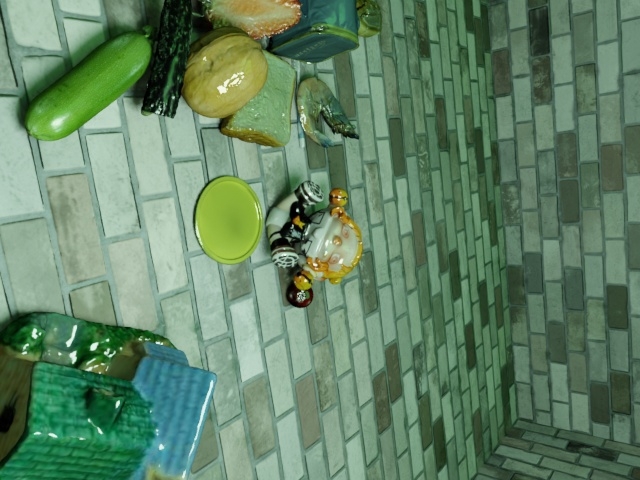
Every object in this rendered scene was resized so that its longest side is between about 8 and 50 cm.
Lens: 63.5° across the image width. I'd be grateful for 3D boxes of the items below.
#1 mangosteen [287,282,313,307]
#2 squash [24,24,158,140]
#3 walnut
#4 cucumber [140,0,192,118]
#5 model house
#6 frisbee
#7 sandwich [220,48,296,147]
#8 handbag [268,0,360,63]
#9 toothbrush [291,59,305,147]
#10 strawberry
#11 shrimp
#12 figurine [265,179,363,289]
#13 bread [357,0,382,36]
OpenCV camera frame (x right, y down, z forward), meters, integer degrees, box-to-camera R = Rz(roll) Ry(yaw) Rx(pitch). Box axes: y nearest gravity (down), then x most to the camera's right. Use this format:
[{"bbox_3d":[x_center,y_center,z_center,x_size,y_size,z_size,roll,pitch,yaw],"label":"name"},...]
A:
[{"bbox_3d":[-0.062,0.163,1.548,0.081,0.081,0.081,-1,91,-50],"label":"mangosteen"},{"bbox_3d":[-0.450,-0.332,1.060,0.101,0.101,0.378,57,48,-33],"label":"squash"},{"bbox_3d":[-0.234,-0.396,1.224,0.193,0.226,0.193,56,11,-17],"label":"walnut"},{"bbox_3d":[-0.325,-0.415,1.127,0.072,0.081,0.303,12,89,-73],"label":"cucumber"},{"bbox_3d":[-0.389,0.322,0.950,0.382,0.343,0.334,31,68,-46],"label":"model house"},{"bbox_3d":[-0.241,-0.053,1.374,0.236,0.017,0.236,0,89,-50],"label":"frisbee"},{"bbox_3d":[-0.165,-0.389,1.409,0.226,0.087,0.251,11,82,-51],"label":"sandwich"},{"bbox_3d":[-0.015,-0.650,1.448,0.222,0.263,0.241,-3,94,-44],"label":"handbag"},{"bbox_3d":[-0.068,-0.420,1.576,0.025,0.019,0.275,-8,96,-45],"label":"toothbrush"},{"bbox_3d":[-0.197,-0.588,1.309,0.286,0.106,0.188,3,100,-21],"label":"strawberry"},{"bbox_3d":[0.019,-0.374,1.628,0.289,0.075,0.178,48,59,-46],"label":"shrimp"},{"bbox_3d":[-0.004,-0.001,1.524,0.323,0.196,0.320,34,75,-38],"label":"figurine"},{"bbox_3d":[0.159,-0.776,1.809,0.156,0.064,0.117,-27,109,-48],"label":"bread"}]
